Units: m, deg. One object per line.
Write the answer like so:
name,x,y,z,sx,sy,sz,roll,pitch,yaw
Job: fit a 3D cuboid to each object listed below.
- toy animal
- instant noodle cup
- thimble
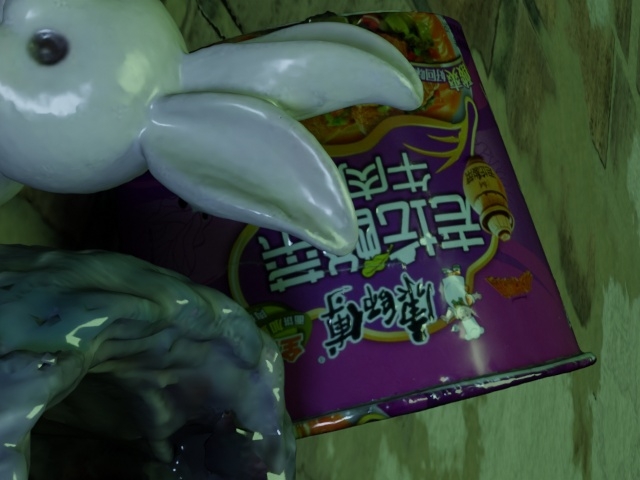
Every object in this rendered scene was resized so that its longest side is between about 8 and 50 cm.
toy animal,-0.080,-0.068,0.582,0.131,0.220,0.104,65,36,-39
instant noodle cup,0.000,0.000,0.738,0.251,0.251,0.190,0,76,-65
thimble,-0.114,0.103,0.527,0.236,0.172,0.205,17,72,-64
